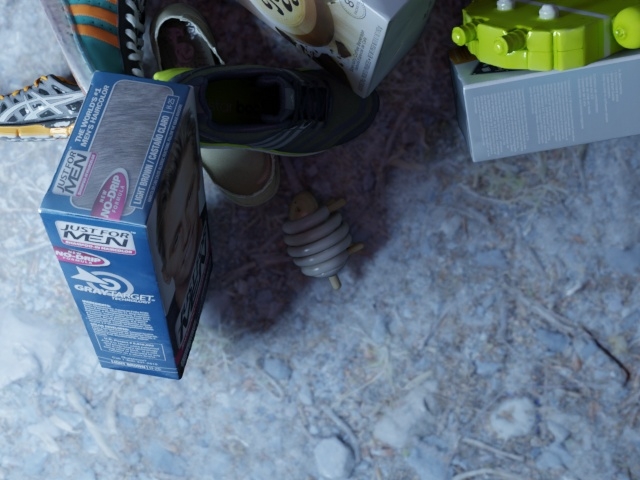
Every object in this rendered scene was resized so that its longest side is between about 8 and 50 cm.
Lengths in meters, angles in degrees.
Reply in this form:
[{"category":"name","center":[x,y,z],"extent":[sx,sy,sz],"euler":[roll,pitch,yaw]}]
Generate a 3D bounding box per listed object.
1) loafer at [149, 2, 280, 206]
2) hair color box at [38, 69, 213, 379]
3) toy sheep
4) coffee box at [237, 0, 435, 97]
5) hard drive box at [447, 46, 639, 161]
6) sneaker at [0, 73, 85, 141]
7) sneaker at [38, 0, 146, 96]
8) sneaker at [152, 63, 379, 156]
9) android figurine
[{"category":"loafer","center":[-0.137,-0.160,1.102],"extent":[0.102,0.092,0.268],"euler":[-28,95,8]},{"category":"hair color box","center":[-0.192,0.001,0.989],"extent":[0.105,0.347,0.173],"euler":[9,59,3]},{"category":"toy sheep","center":[0.000,0.000,1.120],"extent":[0.091,0.091,0.132],"euler":[-23,101,8]},{"category":"coffee box","center":[-0.021,-0.316,0.998],"extent":[0.297,0.168,0.119],"euler":[39,71,8]},{"category":"hard drive box","center":[0.268,-0.173,1.016],"extent":[0.232,0.181,0.089],"euler":[-9,113,5]},{"category":"sneaker","center":[-0.342,-0.164,1.129],"extent":[0.215,0.084,0.083],"euler":[-3,95,-4]},{"category":"sneaker","center":[-0.247,-0.249,1.063],"extent":[0.121,0.108,0.302],"euler":[-24,76,-9]},{"category":"sneaker","center":[-0.048,-0.147,1.031],"extent":[0.300,0.121,0.111],"euler":[-9,98,-34]},{"category":"android figurine","center":[0.268,-0.247,0.981],"extent":[0.273,0.248,0.056],"euler":[-23,122,-24]}]
